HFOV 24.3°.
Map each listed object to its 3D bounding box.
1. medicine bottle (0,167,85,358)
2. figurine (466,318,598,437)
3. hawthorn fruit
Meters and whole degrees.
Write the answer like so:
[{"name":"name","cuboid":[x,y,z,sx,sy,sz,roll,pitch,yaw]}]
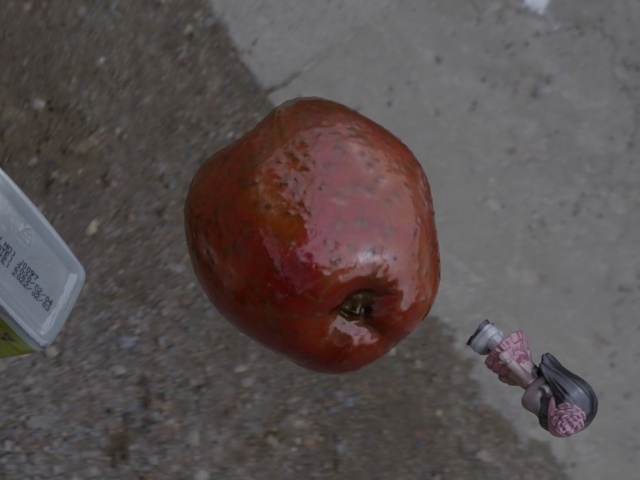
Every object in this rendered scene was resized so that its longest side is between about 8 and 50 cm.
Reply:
[{"name":"medicine bottle","cuboid":[-0.282,0.024,1.064,0.132,0.188,0.088,53,40,-32]},{"name":"figurine","cuboid":[0.184,0.116,1.277,0.054,0.072,0.129,-46,67,5]},{"name":"hawthorn fruit","cuboid":[0.000,0.000,1.011,0.189,0.189,0.189,3,81,-18]}]
